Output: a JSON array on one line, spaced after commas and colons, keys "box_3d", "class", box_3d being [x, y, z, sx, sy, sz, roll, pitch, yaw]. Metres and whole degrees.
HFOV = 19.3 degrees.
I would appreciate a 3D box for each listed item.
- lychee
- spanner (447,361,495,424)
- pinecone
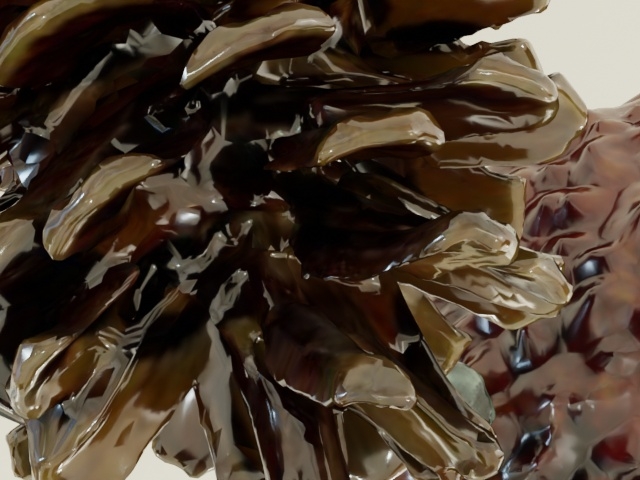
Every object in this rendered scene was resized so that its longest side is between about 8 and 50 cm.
[{"box_3d": [0.247, 0.103, 1.259, 0.500, 0.424, 0.424, -42, 173, -30], "class": "lychee"}, {"box_3d": [0.000, 0.000, 1.095, 0.071, 0.302, 0.017, -31, 169, -18], "class": "spanner"}, {"box_3d": [-0.039, -0.028, 0.847, 0.384, 0.384, 0.384, -29, 166, -8], "class": "pinecone"}]
